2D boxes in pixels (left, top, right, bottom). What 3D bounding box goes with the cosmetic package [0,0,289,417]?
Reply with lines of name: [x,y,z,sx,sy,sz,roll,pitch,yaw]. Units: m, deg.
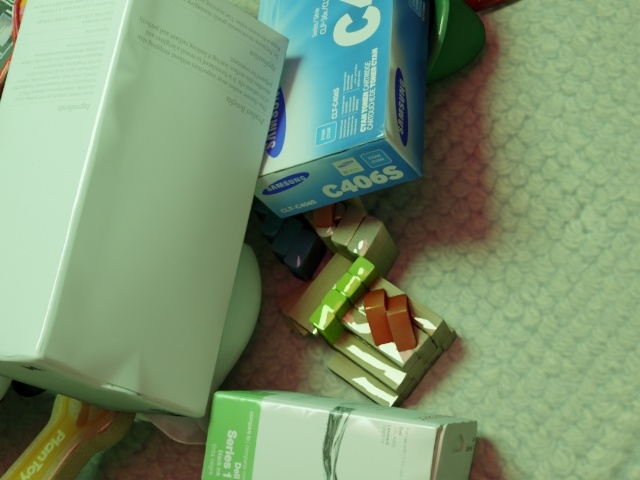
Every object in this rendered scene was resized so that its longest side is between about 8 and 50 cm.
cosmetic package: [-0.184,-0.047,1.480,0.156,0.217,0.385,2,71,41]

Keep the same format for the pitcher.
pitcher: [-0.155,0.093,1.646,0.178,0.125,0.207,10,83,27]

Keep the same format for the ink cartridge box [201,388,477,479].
ink cartridge box: [0.022,0.198,1.516,0.219,0.160,0.092,7,88,19]

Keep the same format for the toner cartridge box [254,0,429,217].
toner cartridge box: [0.021,-0.202,1.615,0.165,0.075,0.348,-17,52,29]

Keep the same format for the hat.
hat: [0.153,-0.208,1.735,0.208,0.183,0.173,-36,51,45]

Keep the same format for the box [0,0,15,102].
box: [-0.326,-0.254,1.855,0.307,0.076,0.242,32,79,25]

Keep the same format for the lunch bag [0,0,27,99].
lunch bag: [-0.212,-0.141,1.687,0.258,0.120,0.293,-9,78,-6]

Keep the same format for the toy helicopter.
toy helicopter: [-0.295,0.277,1.555,0.235,0.140,0.355,32,80,41]

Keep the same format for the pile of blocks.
pile of blocks: [0.000,0.000,1.639,0.149,0.112,0.362,-29,63,2]

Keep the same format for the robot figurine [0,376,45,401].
robot figurine: [-0.395,0.118,1.609,0.209,0.278,0.173,-29,91,-21]
